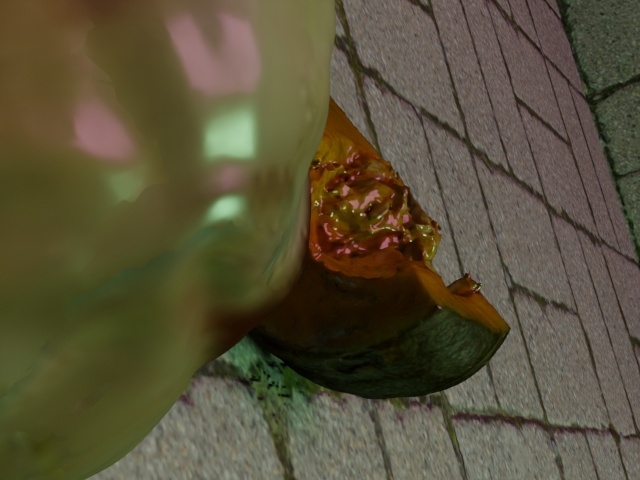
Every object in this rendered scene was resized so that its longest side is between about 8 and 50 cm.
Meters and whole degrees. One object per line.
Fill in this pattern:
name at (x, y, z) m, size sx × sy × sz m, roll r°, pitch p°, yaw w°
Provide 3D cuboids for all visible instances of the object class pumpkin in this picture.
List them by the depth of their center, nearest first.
pumpkin at (-0.005, -0.002, 0.830) m, size 0.131 × 0.126 × 0.248 m, roll 12°, pitch 41°, yaw -57°

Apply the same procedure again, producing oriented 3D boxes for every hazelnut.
hazelnut at (-0.127, -0.040, 0.449) m, size 0.241 × 0.261 × 0.261 m, roll 45°, pitch 3°, yaw 36°
